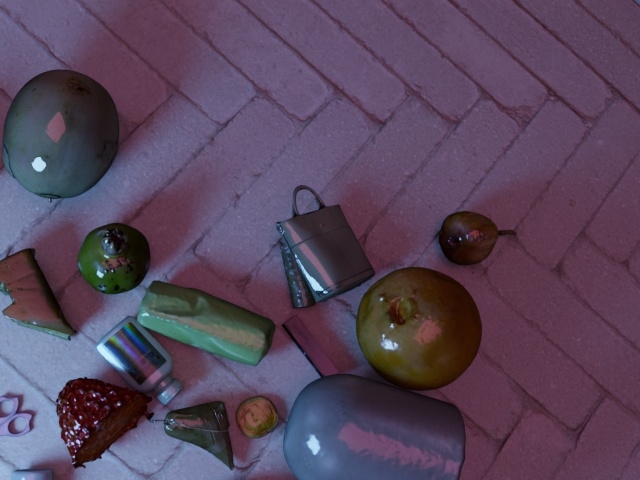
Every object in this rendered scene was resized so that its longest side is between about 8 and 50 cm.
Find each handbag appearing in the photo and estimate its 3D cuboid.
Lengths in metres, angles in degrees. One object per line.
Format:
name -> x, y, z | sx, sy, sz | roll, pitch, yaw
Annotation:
handbag -> 0.000, 0.000, 1.829 | 0.241, 0.109, 0.315 | -19, 74, -43

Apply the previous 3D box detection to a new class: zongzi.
zongzi -> -0.311, 0.499, 1.661 | 0.189, 0.081, 0.178 | -8, 84, -25

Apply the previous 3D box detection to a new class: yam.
yam -> -0.059, 0.100, 1.825 | 0.068, 0.068, 0.169 | -11, 83, -14

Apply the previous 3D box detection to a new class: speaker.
speaker -> -0.026, 0.287, 1.799 | 0.046, 0.040, 0.191 | -37, 86, -18

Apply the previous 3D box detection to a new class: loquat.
loquat -> 0.250, 0.227, 1.731 | 0.329, 0.328, 0.328 | 3, 76, -11

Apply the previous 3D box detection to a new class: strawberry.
strawberry -> -0.527, 0.394, 1.593 | 0.178, 0.234, 0.234 | 42, 72, 15

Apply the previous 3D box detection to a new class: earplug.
earplug -> 0.112, 0.488, 1.644 | 0.394, 0.312, 0.312 | 21, 74, -4

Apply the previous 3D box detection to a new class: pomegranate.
pomegranate -> -0.511, 0.026, 1.680 | 0.179, 0.210, 0.179 | 9, 35, -7

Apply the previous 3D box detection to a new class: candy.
candy -> -0.285, 0.207, 1.717 | 0.344, 0.132, 0.142 | 21, 76, -7

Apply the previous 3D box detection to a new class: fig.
fig -> 0.466, -0.014, 1.938 | 0.257, 0.159, 0.159 | -5, 78, -31

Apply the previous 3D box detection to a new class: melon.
melon -> -0.641, -0.254, 1.679 | 0.269, 0.268, 0.330 | 15, 80, -8

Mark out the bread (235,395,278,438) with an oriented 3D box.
bread -> -0.163, 0.455, 1.739 | 0.110, 0.024, 0.110 | 3, 76, -12

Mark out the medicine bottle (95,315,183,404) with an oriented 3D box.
medicine bottle -> -0.442, 0.307, 1.685 | 0.229, 0.083, 0.121 | 47, 70, 1

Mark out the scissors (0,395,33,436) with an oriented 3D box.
scissors -> -0.793, 0.466, 1.605 | 0.212, 0.021, 0.110 | -40, 91, -17

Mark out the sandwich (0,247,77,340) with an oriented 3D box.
sandwich -> -0.703, 0.153, 1.646 | 0.128, 0.122, 0.235 | -27, 84, -18

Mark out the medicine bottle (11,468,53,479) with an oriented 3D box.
medicine bottle -> -0.672, 0.661, 1.548 | 0.095, 0.095, 0.259 | 2, 78, -11
